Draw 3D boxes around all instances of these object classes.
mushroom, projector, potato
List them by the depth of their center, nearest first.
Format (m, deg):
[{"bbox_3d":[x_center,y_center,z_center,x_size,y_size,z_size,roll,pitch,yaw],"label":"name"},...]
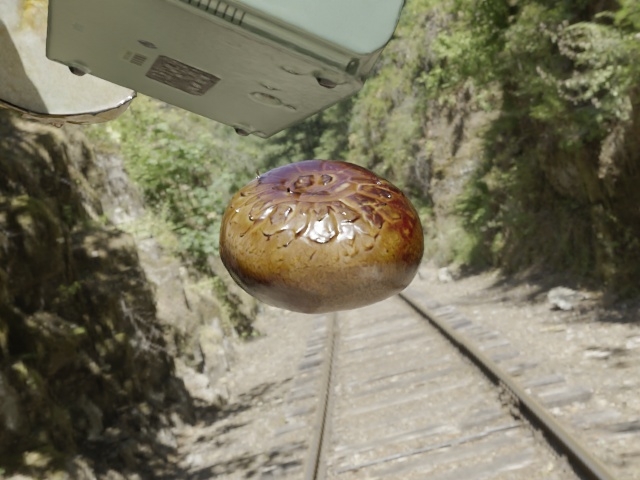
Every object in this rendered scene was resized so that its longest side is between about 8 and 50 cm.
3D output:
[{"bbox_3d":[-0.081,-0.161,0.504,0.198,0.108,0.250,18,-9,-22],"label":"projector"},{"bbox_3d":[-0.346,-0.256,0.793,0.300,0.246,0.196,18,0,-27],"label":"potato"},{"bbox_3d":[0.006,-0.013,0.929,0.278,0.163,0.297,-8,25,-35],"label":"mushroom"}]
